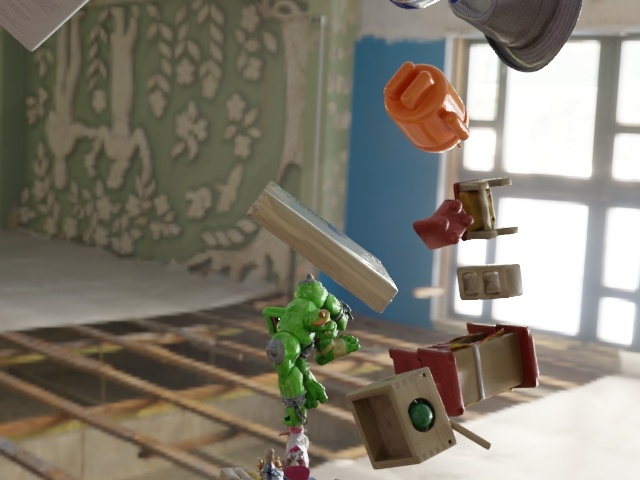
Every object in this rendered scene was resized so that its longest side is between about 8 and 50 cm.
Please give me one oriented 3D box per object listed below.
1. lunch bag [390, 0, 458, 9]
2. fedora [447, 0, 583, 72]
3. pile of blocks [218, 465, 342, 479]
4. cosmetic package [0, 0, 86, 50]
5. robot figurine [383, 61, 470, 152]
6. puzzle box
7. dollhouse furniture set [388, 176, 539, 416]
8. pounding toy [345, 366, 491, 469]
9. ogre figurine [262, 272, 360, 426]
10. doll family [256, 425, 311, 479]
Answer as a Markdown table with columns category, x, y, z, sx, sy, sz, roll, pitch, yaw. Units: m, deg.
| category | x | y | z | sx | sy | sz | roll | pitch | yaw |
| --- | --- | --- | --- | --- | --- | --- | --- | --- | --- |
| lunch bag | 0.156 | -0.411 | 1.154 | 0.303 | 0.243 | 0.115 | -28 | -178 | 13 |
| fedora | 0.278 | -0.401 | 1.561 | 0.124 | 0.275 | 0.244 | 2 | 149 | -23 |
| pile of blocks | -0.012 | 0.497 | 1.783 | 0.362 | 0.113 | 0.149 | 15 | -165 | 12 |
| cosmetic package | -0.322 | -0.427 | 1.351 | 0.156 | 0.217 | 0.385 | 43 | 149 | -20 |
| robot figurine | 0.200 | -0.247 | 1.891 | 0.158 | 0.128 | 0.219 | -6 | 154 | 27 |
| puzzle box | 0.000 | 0.000 | 1.783 | 0.272 | 0.052 | 0.409 | 36 | -176 | -4 |
| dollhouse furniture set | 0.225 | 0.092 | 1.696 | 0.201 | 0.374 | 0.152 | -10 | -178 | -35 |
| pounding toy | 0.130 | 0.242 | 1.351 | 0.100 | 0.130 | 0.141 | -18 | 175 | -35 |
| ogre figurine | -0.018 | 0.133 | 1.302 | 0.096 | 0.118 | 0.197 | 14 | -129 | 44 |
| doll family | -0.057 | 0.388 | 1.436 | 0.118 | 0.263 | 0.163 | -9 | -167 | -2 |
